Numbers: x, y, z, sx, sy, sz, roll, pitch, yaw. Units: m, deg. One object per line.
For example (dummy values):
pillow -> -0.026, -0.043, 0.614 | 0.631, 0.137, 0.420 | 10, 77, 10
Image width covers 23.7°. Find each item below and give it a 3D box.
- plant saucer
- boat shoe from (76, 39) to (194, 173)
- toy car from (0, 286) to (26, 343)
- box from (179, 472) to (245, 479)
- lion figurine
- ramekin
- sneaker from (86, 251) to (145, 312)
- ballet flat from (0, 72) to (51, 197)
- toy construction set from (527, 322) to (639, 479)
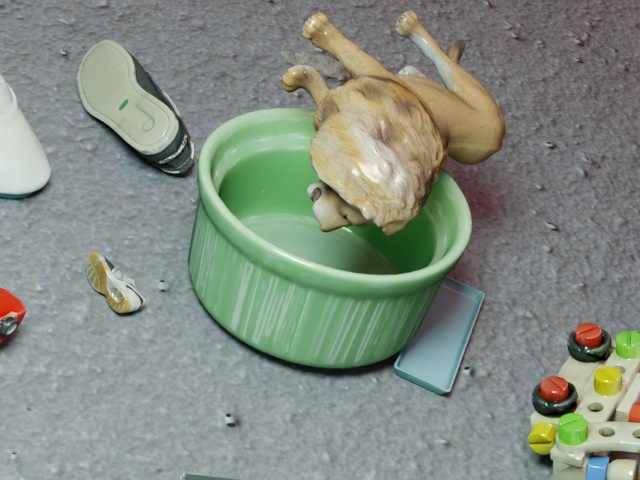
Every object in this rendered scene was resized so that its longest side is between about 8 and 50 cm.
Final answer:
plant saucer -> 0.135, 0.105, 1.728 | 0.067, 0.018, 0.192 | 25, 38, 3
boat shoe -> -0.225, -0.160, 1.842 | 0.233, 0.084, 0.079 | 49, 6, 40
toy car -> -0.405, 0.113, 1.415 | 0.225, 0.053, 0.239 | 15, 37, -9
box -> 0.012, 0.295, 1.254 | 0.322, 0.232, 0.058 | 8, 44, -17
lion figurine -> 0.107, -0.131, 1.647 | 0.392, 0.142, 0.240 | -17, 56, -46
ramekin -> 0.000, 0.000, 1.667 | 0.303, 0.148, 0.303 | 12, 36, -9
sneaker -> -0.217, 0.046, 1.617 | 0.037, 0.032, 0.083 | -2, 47, -49
ballet flat -> -0.447, -0.205, 1.721 | 0.400, 0.139, 0.139 | 41, 41, 23
toy construction set -> 0.343, 0.191, 1.616 | 0.215, 0.151, 0.327 | 12, 22, 28
